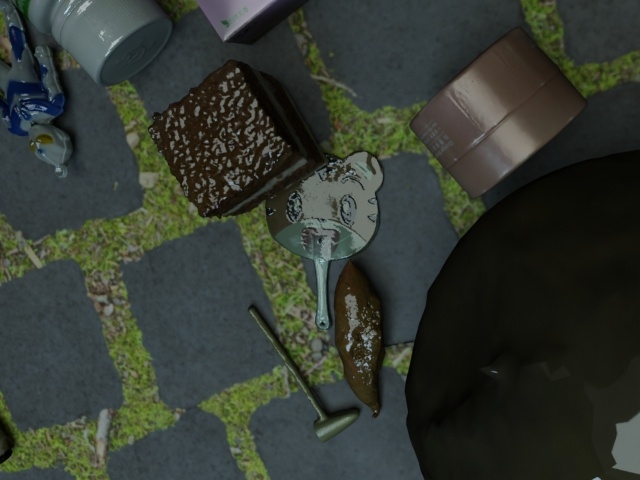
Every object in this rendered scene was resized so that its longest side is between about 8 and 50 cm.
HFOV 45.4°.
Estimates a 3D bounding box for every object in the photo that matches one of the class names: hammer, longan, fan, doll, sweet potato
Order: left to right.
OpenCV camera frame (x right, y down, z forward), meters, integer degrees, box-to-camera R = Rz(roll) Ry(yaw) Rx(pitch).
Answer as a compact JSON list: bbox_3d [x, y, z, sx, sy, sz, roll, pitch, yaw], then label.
[{"bbox_3d":[-0.370,-0.184,0.966,0.114,0.057,0.227,-30,90,15],"label":"doll"},{"bbox_3d":[-0.026,0.158,0.960,0.060,0.028,0.195,-34,90,14],"label":"hammer"},{"bbox_3d":[0.000,0.000,0.927,0.153,0.008,0.226,3,101,15],"label":"fan"},{"bbox_3d":[0.049,0.122,0.915,0.068,0.060,0.205,13,119,45],"label":"sweet potato"},{"bbox_3d":[0.274,0.124,0.675,0.436,0.404,0.404,-37,90,21],"label":"longan"}]

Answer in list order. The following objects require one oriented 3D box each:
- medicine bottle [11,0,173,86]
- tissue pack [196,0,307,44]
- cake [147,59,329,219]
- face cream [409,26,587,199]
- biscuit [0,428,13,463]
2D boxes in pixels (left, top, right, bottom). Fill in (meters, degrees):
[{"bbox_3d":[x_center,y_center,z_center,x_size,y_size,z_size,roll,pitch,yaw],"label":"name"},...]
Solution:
[{"bbox_3d":[-0.288,-0.300,0.875,0.139,0.139,0.237,-41,88,19],"label":"medicine bottle"},{"bbox_3d":[-0.035,-0.339,0.821,0.246,0.092,0.148,-34,92,18],"label":"tissue pack"},{"bbox_3d":[-0.086,-0.109,0.851,0.135,0.147,0.134,-32,88,20],"label":"cake"},{"bbox_3d":[0.178,-0.128,0.776,0.149,0.149,0.104,-41,88,19],"label":"face cream"},{"bbox_3d":[-0.519,0.228,1.094,0.055,0.061,0.219,-34,93,-26],"label":"biscuit"}]
